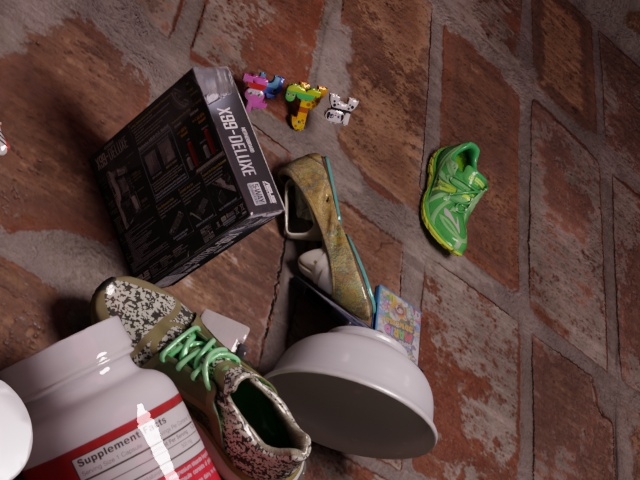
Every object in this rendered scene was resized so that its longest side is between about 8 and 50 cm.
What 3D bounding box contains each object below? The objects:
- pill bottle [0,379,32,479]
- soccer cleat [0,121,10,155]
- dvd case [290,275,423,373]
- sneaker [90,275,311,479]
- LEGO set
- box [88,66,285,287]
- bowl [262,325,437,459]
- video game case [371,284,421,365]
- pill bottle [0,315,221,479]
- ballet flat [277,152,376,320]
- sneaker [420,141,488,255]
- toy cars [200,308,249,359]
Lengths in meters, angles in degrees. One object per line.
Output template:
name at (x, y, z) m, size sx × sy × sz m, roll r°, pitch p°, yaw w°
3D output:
pill bottle at (-0.455, 0.255, 1.339) m, size 0.162 × 0.278 × 0.162 m, roll 26°, pitch 49°, yaw -35°
soccer cleat at (-0.496, -0.165, 1.775) m, size 0.036 × 0.029 × 0.083 m, roll -23°, pitch 89°, yaw -56°
dvd case at (0.059, 0.149, 2.059) m, size 0.180 × 0.022 × 0.253 m, roll 35°, pitch 1°, yaw -27°
sneaker at (-0.151, 0.188, 1.681) m, size 0.410 × 0.182 × 0.158 m, roll 44°, pitch 56°, yaw -1°
LEGO set at (-0.053, -0.259, 2.285) m, size 0.227 × 0.093 × 0.087 m, roll 11°, pitch 17°, yaw -13°
box at (-0.214, -0.088, 1.812) m, size 0.077 × 0.307 × 0.242 m, roll -10°, pitch 73°, yaw -46°
bowl at (0.058, 0.229, 1.899) m, size 0.298 × 0.298 × 0.134 m, roll 36°, pitch 56°, yaw -27°
video game case at (0.145, 0.179, 2.275) m, size 0.119 × 0.015 × 0.166 m, roll 35°, pitch 44°, yaw -29°
pill bottle at (-0.255, 0.317, 1.548) m, size 0.229 × 0.229 × 0.407 m, roll -25°, pitch 88°, yaw -52°
ballet flat at (0.000, 0.000, 2.151) m, size 0.123 × 0.123 × 0.348 m, roll 10°, pitch 54°, yaw -45°
sneaker at (0.291, -0.102, 2.533) m, size 0.109 × 0.123 × 0.295 m, roll 32°, pitch 46°, yaw -31°
toy cars at (-0.151, 0.302, 1.801) m, size 0.177 × 0.087 × 0.393 m, roll -13°, pitch 71°, yaw -20°
